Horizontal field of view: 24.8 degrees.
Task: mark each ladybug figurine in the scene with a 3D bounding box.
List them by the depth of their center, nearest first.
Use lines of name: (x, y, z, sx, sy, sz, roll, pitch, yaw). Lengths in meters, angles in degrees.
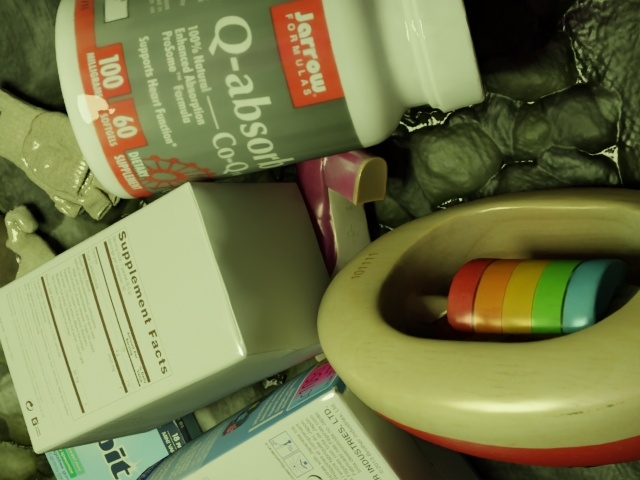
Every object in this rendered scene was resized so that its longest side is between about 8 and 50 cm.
ladybug figurine: (0.207, 0.086, 1.292, 0.449, 0.305, 0.162, 3, 130, 40)

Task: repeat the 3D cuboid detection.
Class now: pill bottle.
pill bottle: (-0.043, -0.174, 1.350, 0.363, 0.210, 0.210, -12, 96, 8)

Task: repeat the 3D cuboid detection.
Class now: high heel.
high heel: (0.000, 0.000, 1.490, 0.117, 0.082, 0.244, 36, 130, 44)

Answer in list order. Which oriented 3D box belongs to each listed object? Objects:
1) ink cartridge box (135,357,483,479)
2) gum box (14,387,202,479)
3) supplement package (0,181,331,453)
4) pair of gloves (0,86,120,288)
ink cartridge box: (-0.039, 0.311, 1.500, 0.395, 0.151, 0.270, -33, 96, 25)
gum box: (-0.238, 0.200, 1.646, 0.184, 0.041, 0.157, -26, 90, 27)
supplement package: (-0.152, 0.075, 1.442, 0.293, 0.177, 0.175, -26, 77, 32)
pair of gloves: (-0.315, -0.034, 1.633, 0.204, 0.042, 0.240, 23, 107, 22)
